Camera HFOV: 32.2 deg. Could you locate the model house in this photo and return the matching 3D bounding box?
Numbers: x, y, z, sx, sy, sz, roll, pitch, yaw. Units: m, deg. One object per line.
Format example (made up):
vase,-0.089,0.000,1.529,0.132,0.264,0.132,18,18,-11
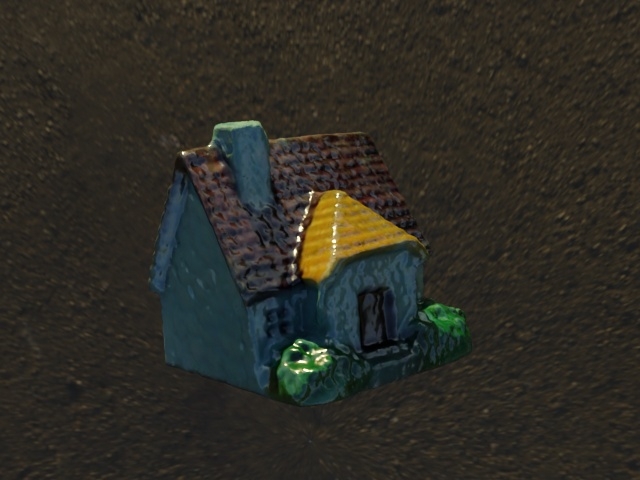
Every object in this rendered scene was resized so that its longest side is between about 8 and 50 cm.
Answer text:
model house,0.000,0.000,1.108,0.280,0.230,0.248,-12,105,-43
